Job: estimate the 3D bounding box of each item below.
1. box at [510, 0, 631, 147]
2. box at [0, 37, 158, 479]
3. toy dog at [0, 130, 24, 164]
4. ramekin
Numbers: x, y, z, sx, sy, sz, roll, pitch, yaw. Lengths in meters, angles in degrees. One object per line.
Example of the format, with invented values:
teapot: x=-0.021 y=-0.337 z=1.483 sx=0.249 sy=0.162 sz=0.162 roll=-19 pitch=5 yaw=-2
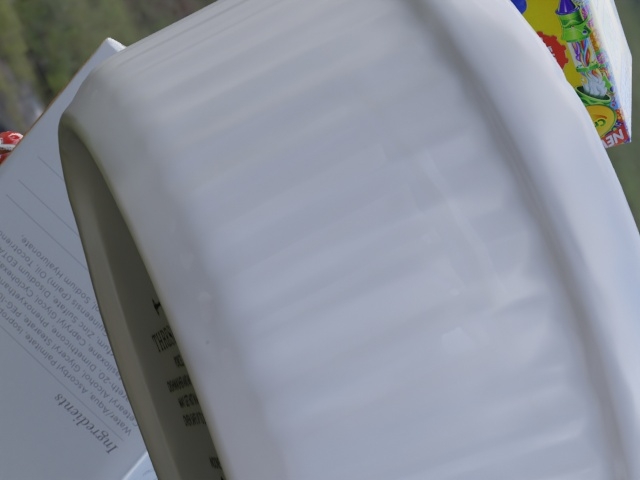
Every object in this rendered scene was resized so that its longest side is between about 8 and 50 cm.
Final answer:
box: x=0.142 y=-0.223 z=1.592 sx=0.177 sy=0.290 sz=0.279 roll=-75 pitch=146 yaw=-53
box: x=-0.144 y=0.074 z=0.923 sx=0.168 sy=0.345 sz=0.215 roll=42 pitch=6 yaw=8
toy dog: x=-0.226 y=-0.020 z=1.427 sx=0.220 sy=0.333 sz=0.161 roll=104 pitch=-22 yaw=-44
ramekin: x=0.004 y=0.039 z=0.533 sx=0.273 sy=0.127 sz=0.273 roll=160 pitch=-90 yaw=-77
